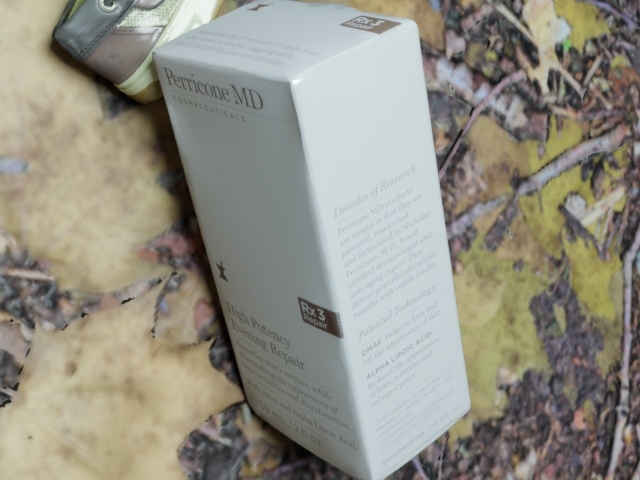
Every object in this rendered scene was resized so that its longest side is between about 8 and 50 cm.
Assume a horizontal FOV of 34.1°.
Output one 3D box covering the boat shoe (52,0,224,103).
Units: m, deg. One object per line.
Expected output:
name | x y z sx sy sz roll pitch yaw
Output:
boat shoe | -0.073 -0.185 0.551 0.073 0.080 0.223 27 80 -36

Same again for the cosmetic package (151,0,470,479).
cosmetic package | 0.000 0.000 0.545 0.085 0.117 0.231 -32 123 -30
